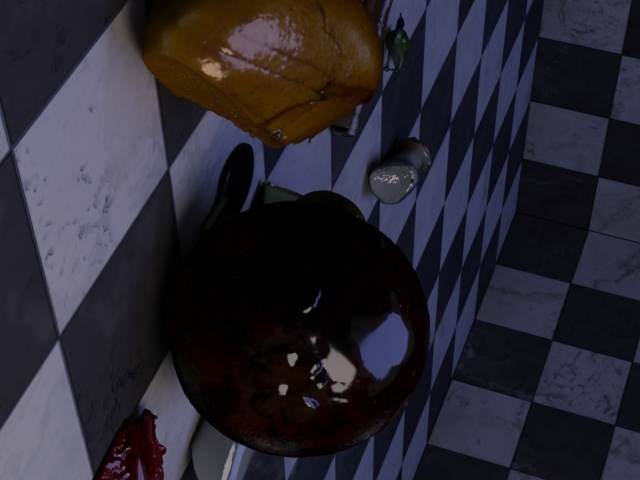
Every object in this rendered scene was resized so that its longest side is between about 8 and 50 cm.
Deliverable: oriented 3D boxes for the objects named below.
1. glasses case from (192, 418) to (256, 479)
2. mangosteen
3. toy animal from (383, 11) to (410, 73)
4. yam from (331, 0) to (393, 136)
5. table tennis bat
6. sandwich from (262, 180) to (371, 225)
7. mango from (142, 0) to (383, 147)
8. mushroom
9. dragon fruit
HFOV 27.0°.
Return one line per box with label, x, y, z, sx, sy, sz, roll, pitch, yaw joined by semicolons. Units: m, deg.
glasses case;-0.093;0.197;1.814;0.128;0.083;0.308;89;24;-79
mangosteen;-0.021;0.090;1.577;0.359;0.306;0.306;-71;171;-68
toy animal;0.129;-0.307;2.251;0.217;0.041;0.075;71;35;-72
yam;0.069;-0.286;2.028;0.046;0.046;0.263;5;101;-75
table tennis bat;-0.112;-0.056;1.643;0.158;0.014;0.095;-62;162;-45
sandwich;0.000;0.000;1.822;0.187;0.144;0.117;71;19;-69
mango;-0.066;-0.199;1.360;0.350;0.201;0.199;8;77;-64
mushroom;0.145;-0.126;2.411;0.092;0.081;0.223;-59;175;23
dragon fruit;-0.203;0.264;1.520;0.097;0.063;0.131;85;24;-53
